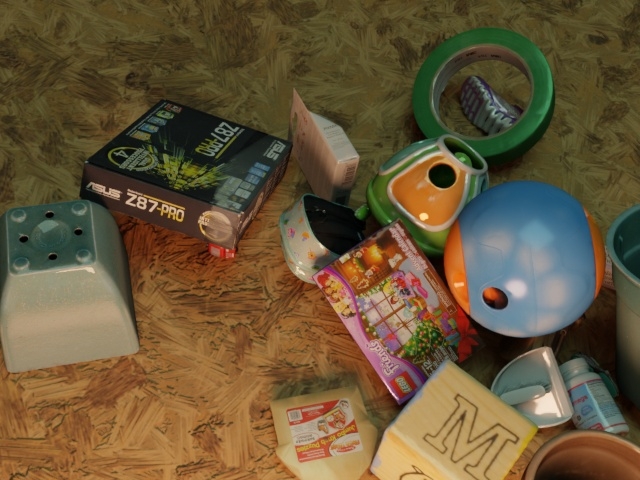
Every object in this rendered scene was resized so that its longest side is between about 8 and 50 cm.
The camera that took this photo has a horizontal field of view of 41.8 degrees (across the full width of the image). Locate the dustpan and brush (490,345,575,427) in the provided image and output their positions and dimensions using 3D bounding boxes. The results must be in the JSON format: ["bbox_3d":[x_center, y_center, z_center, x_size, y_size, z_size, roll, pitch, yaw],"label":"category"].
[{"bbox_3d":[0.352,0.298,1.577,0.211,0.060,0.147,-20,90,21],"label":"dustpan and brush"}]

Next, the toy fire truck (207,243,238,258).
[{"bbox_3d":[-0.235,-0.053,1.775,0.135,0.047,0.192,5,55,-4],"label":"toy fire truck"}]

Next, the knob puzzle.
[{"bbox_3d":[0.011,0.369,1.519,0.213,0.030,0.213,4,54,-6],"label":"knob puzzle"}]

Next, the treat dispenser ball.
[{"bbox_3d":[0.372,0.034,1.536,0.288,0.288,0.288,4,54,-5],"label":"treat dispenser ball"}]

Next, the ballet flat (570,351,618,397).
[{"bbox_3d":[0.552,0.262,1.666,0.041,0.041,0.114,-35,67,-28],"label":"ballet flat"}]

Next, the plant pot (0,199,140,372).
[{"bbox_3d":[-0.475,0.061,1.536,0.247,0.252,0.247,-7,57,-14],"label":"plant pot"}]

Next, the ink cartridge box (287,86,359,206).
[{"bbox_3d":[0.001,-0.195,1.822,0.066,0.189,0.232,-13,57,-17],"label":"ink cartridge box"}]

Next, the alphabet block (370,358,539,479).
[{"bbox_3d":[0.228,0.363,1.458,0.197,0.192,0.193,36,60,18],"label":"alphabet block"}]

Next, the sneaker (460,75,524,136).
[{"bbox_3d":[0.434,-0.307,2.028,0.105,0.095,0.236,-21,65,-28],"label":"sneaker"}]

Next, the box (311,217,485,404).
[{"bbox_3d":[0.146,0.132,1.584,0.201,0.057,0.293,-34,89,-4],"label":"box"}]

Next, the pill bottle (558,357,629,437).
[{"bbox_3d":[0.511,0.309,1.596,0.087,0.087,0.160,-12,57,-16],"label":"pill bottle"}]

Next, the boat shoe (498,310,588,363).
[{"bbox_3d":[0.476,0.139,1.710,0.123,0.123,0.342,43,53,-16],"label":"boat shoe"}]

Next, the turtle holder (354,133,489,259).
[{"bbox_3d":[0.249,-0.094,1.739,0.320,0.227,0.243,4,41,-47],"label":"turtle holder"}]

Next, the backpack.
[{"bbox_3d":[0.000,0.000,1.686,0.144,0.188,0.165,-31,55,25],"label":"backpack"}]

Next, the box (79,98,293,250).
[{"bbox_3d":[-0.258,-0.147,1.717,0.318,0.097,0.395,21,29,4],"label":"box"}]

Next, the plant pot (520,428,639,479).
[{"bbox_3d":[0.430,0.475,1.379,0.263,0.229,0.263,4,54,-6],"label":"plant pot"}]

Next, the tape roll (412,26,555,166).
[{"bbox_3d":[0.377,-0.332,1.943,0.321,0.077,0.321,-5,75,19],"label":"tape roll"}]

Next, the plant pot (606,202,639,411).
[{"bbox_3d":[0.689,0.146,1.542,0.341,0.334,0.341,-4,34,3],"label":"plant pot"}]

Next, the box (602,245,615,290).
[{"bbox_3d":[0.709,0.089,1.794,0.324,0.063,0.067,20,53,6],"label":"box"}]
